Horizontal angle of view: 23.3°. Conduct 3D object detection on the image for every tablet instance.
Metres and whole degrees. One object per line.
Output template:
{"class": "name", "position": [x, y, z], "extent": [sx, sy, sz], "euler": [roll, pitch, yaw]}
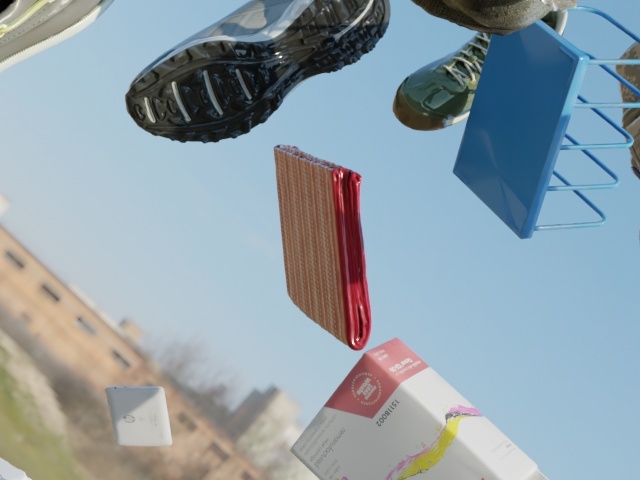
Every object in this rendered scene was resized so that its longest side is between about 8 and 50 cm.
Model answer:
{"class": "tablet", "position": [-0.168, 0.163, 1.432], "extent": [0.006, 0.054, 0.083], "euler": [-87, 176, -46]}

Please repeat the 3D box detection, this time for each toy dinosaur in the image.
{"class": "toy dinosaur", "position": [0.108, -0.193, 1.091], "extent": [0.160, 0.121, 0.313], "euler": [33, -13, -1]}

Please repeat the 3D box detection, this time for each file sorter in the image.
{"class": "file sorter", "position": [0.205, -0.105, 1.335], "extent": [0.118, 0.104, 0.170], "euler": [50, -45, 48]}

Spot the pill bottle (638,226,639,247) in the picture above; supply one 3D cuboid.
{"class": "pill bottle", "position": [0.443, 0.037, 1.975], "extent": [0.067, 0.067, 0.120], "euler": [25, -53, 60]}

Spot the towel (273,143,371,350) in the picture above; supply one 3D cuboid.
{"class": "towel", "position": [0.000, 0.000, 1.719], "extent": [0.275, 0.031, 0.199], "euler": [-149, -127, -72]}

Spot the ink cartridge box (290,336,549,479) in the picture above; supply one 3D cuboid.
{"class": "ink cartridge box", "position": [0.088, 0.188, 1.236], "extent": [0.198, 0.115, 0.067], "euler": [42, 23, 15]}

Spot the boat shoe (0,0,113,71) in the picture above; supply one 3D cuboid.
{"class": "boat shoe", "position": [-0.234, -0.186, 1.105], "extent": [0.109, 0.305, 0.091], "euler": [43, -22, 11]}

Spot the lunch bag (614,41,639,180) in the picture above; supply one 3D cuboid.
{"class": "lunch bag", "position": [0.515, -0.121, 1.849], "extent": [0.305, 0.256, 0.212], "euler": [18, -40, -28]}

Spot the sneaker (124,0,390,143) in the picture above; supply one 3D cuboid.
{"class": "sneaker", "position": [-0.066, -0.178, 1.489], "extent": [0.108, 0.271, 0.100], "euler": [35, -31, 57]}

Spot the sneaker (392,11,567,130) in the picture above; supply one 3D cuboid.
{"class": "sneaker", "position": [0.149, -0.168, 1.398], "extent": [0.064, 0.192, 0.086], "euler": [50, -36, 22]}

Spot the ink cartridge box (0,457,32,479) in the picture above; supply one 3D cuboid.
{"class": "ink cartridge box", "position": [-0.349, 0.309, 1.449], "extent": [0.172, 0.100, 0.237], "euler": [21, -58, 36]}
